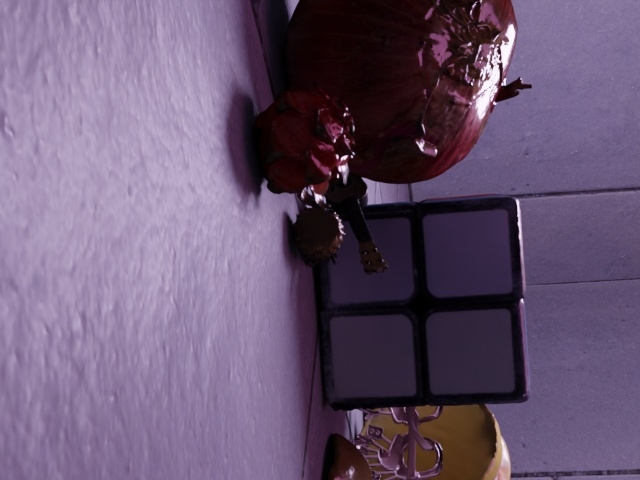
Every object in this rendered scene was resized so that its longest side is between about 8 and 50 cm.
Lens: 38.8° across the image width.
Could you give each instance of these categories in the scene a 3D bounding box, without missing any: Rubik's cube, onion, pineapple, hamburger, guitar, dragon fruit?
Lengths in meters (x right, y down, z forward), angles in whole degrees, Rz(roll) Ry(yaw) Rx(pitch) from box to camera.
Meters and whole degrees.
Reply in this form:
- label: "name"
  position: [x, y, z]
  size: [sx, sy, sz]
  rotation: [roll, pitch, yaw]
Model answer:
- label: "Rubik's cube"
  position: [0.169, 0.089, 1.482]
  size: [0.318, 0.316, 0.313]
  rotation: [-16, 102, -82]
- label: "onion"
  position: [0.122, -0.248, 1.269]
  size: [0.353, 0.353, 0.354]
  rotation: [-4, 90, -81]
- label: "pineapple"
  position: [0.000, 0.000, 1.260]
  size: [0.159, 0.074, 0.074]
  rotation: [82, 6, -78]
- label: "hamburger"
  position: [0.202, 0.428, 1.674]
  size: [0.302, 0.261, 0.186]
  rotation: [-43, 135, -20]
- label: "guitar"
  position: [0.048, -0.040, 1.307]
  size: [0.038, 0.083, 0.271]
  rotation: [79, -5, -45]
- label: "dragon fruit"
  position: [-0.018, -0.110, 1.037]
  size: [0.130, 0.121, 0.142]
  rotation: [-65, 175, -59]

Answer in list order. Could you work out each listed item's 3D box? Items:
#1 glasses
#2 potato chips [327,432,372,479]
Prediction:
- label: "glasses"
  position: [0.129, 0.322, 1.589]
  size: [0.095, 0.162, 0.255]
  rotation: [73, 19, -48]
- label: "potato chips"
  position: [0.047, 0.391, 1.390]
  size: [0.208, 0.061, 0.195]
  rotation: [70, 20, -66]
